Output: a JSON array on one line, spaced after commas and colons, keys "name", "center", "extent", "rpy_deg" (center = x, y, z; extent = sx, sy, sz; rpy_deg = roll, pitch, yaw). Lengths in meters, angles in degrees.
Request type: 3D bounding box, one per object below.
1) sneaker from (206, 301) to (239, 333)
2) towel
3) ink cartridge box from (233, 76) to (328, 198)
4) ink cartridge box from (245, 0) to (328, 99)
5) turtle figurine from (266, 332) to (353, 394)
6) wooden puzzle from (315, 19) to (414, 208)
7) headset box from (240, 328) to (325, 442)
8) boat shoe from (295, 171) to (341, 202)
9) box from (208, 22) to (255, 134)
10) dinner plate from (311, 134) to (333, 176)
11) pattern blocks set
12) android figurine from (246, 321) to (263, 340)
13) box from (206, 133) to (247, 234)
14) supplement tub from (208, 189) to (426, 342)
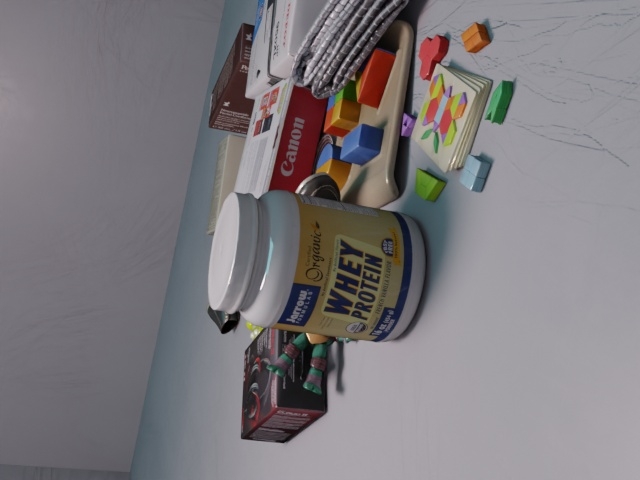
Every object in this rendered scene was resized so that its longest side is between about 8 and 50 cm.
[{"name": "sneaker", "center": [-0.268, 0.176, 2.366], "extent": [0.118, 0.083, 0.222], "rpy_deg": [51, 124, 41]}, {"name": "towel", "center": [0.063, -0.436, 1.513], "extent": [0.283, 0.121, 0.235], "rpy_deg": [-52, 12, 33]}, {"name": "ink cartridge box", "center": [-0.091, -0.215, 1.864], "extent": [0.272, 0.130, 0.309], "rpy_deg": [-6, 70, 66]}, {"name": "ink cartridge box", "center": [-0.044, -0.513, 1.886], "extent": [0.395, 0.166, 0.285], "rpy_deg": [169, 109, -70]}, {"name": "turtle figurine", "center": [-0.003, 0.172, 1.511], "extent": [0.234, 0.175, 0.118], "rpy_deg": [-65, -28, -9]}, {"name": "wooden puzzle", "center": [0.073, -0.224, 1.536], "extent": [0.322, 0.081, 0.347], "rpy_deg": [153, 124, -67]}, {"name": "headset box", "center": [-0.080, 0.295, 1.671], "extent": [0.293, 0.110, 0.218], "rpy_deg": [129, 147, -55]}, {"name": "boat shoe", "center": [0.000, 0.000, 1.550], "extent": [0.095, 0.112, 0.335], "rpy_deg": [53, 153, 28]}, {"name": "box", "center": [-0.191, -0.455, 2.253], "extent": [0.381, 0.191, 0.143], "rpy_deg": [132, 143, -60]}, {"name": "dinner plate", "center": [0.008, -0.177, 1.799], "extent": [0.141, 0.017, 0.141], "rpy_deg": [-171, 90, -71]}, {"name": "pattern blocks set", "center": [0.203, -0.203, 1.231], "extent": [0.325, 0.026, 0.285], "rpy_deg": [-144, 65, -69]}, {"name": "android figurine", "center": [-0.147, 0.176, 1.960], "extent": [0.248, 0.056, 0.272], "rpy_deg": [138, 133, -71]}, {"name": "box", "center": [-0.271, -0.166, 2.441], "extent": [0.148, 0.121, 0.310], "rpy_deg": [169, 110, -70]}, {"name": "supplement tub", "center": [-0.011, 0.041, 1.276], "extent": [0.228, 0.316, 0.228], "rpy_deg": [-171, 90, -71]}]
